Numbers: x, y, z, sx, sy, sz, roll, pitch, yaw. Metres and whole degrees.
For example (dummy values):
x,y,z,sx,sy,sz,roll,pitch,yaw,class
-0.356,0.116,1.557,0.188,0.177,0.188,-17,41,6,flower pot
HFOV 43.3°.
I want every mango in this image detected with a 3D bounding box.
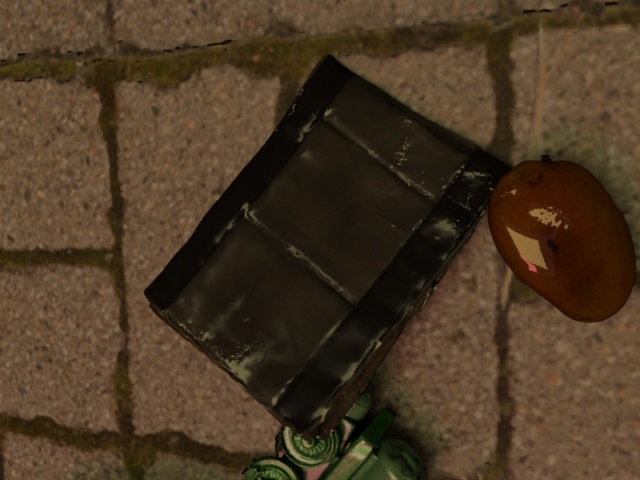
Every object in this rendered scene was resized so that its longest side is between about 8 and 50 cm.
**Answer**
x,y,z,sx,sy,sz,roll,pitch,yaw,class
0.155,0.001,0.514,0.080,0.060,0.114,-27,87,7,mango

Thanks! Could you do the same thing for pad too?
x,y,z,sx,sy,sz,roll,pitch,yaw,class
0.000,0.000,0.570,0.174,0.022,0.233,35,89,19,pad

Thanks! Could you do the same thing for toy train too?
x,y,z,sx,sy,sz,roll,pitch,yaw,class
-0.019,0.220,0.618,0.119,0.085,0.251,41,114,9,toy train
